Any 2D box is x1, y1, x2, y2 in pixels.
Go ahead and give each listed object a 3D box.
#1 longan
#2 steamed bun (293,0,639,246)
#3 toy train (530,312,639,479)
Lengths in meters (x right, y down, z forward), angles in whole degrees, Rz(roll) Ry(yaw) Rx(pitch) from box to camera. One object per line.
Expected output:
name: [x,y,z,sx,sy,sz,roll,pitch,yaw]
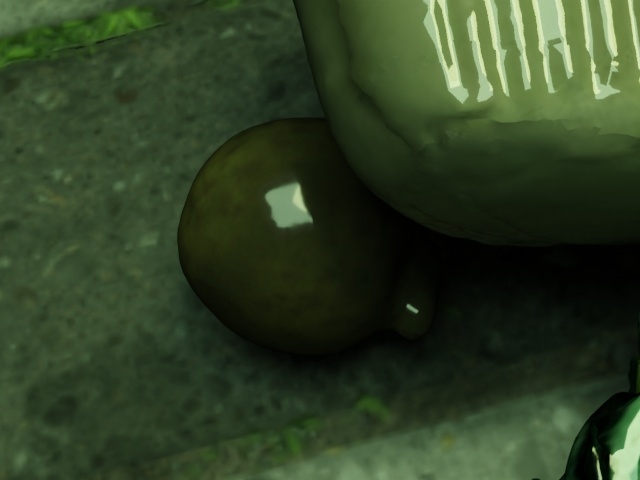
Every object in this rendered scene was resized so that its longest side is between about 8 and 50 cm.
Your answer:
longan: [0.000,0.000,0.477,0.119,0.106,0.106,28,68,1]
steamed bun: [0.183,-0.120,0.450,0.384,0.236,0.247,-15,73,4]
toy train: [0.190,0.190,0.346,0.237,0.150,0.368,4,66,0]
